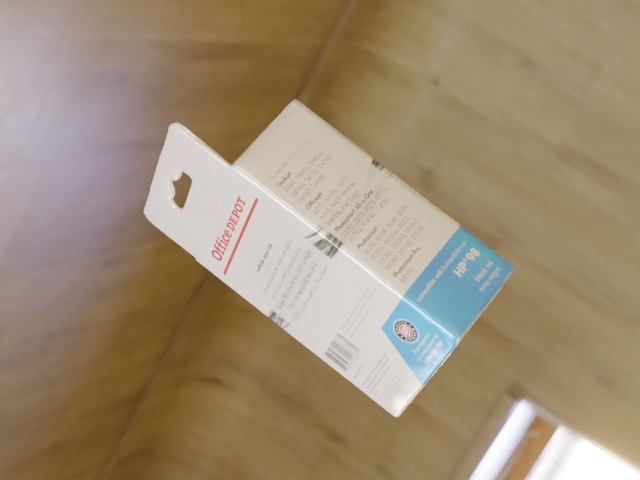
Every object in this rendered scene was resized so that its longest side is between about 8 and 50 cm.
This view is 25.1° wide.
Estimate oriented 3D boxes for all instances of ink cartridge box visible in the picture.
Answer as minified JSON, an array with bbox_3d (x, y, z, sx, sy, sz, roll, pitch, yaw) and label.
[{"bbox_3d":[0.000,0.000,0.757,0.060,0.180,0.104,-48,173,-31],"label":"ink cartridge box"}]
